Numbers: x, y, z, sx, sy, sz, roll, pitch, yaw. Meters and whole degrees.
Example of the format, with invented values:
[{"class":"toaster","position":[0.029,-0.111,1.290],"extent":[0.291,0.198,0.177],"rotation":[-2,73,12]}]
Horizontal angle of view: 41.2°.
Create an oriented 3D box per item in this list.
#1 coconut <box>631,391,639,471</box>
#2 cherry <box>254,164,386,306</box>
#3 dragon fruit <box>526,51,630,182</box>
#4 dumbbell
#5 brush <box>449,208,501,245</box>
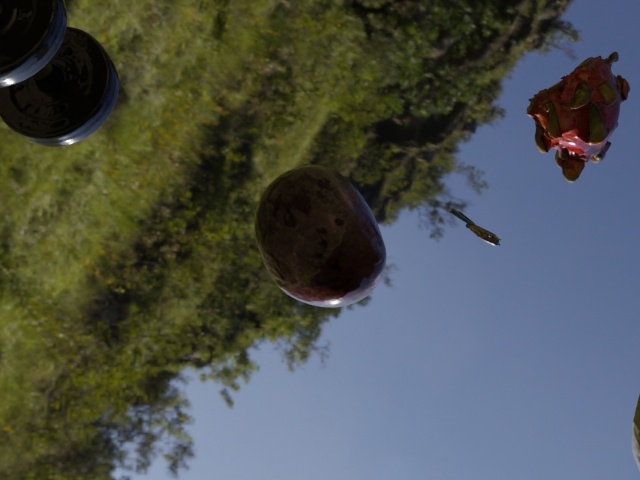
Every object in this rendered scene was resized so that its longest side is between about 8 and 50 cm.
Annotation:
[{"class":"coconut","position":[0.465,0.179,0.768],"extent":[0.328,0.328,0.329],"rotation":[-14,-109,49]},{"class":"cherry","position":[0.001,0.004,0.988],"extent":[0.176,0.139,0.176],"rotation":[157,-90,-80]},{"class":"dragon fruit","position":[0.372,-0.177,1.239],"extent":[0.150,0.133,0.208],"rotation":[47,-29,47]},{"class":"dumbbell","position":[-0.311,-0.196,0.903],"extent":[0.143,0.325,0.143],"rotation":[-2,-107,7]},{"class":"brush","position":[0.244,-0.027,1.381],"extent":[0.014,0.051,0.164],"rotation":[-62,-163,10]}]
